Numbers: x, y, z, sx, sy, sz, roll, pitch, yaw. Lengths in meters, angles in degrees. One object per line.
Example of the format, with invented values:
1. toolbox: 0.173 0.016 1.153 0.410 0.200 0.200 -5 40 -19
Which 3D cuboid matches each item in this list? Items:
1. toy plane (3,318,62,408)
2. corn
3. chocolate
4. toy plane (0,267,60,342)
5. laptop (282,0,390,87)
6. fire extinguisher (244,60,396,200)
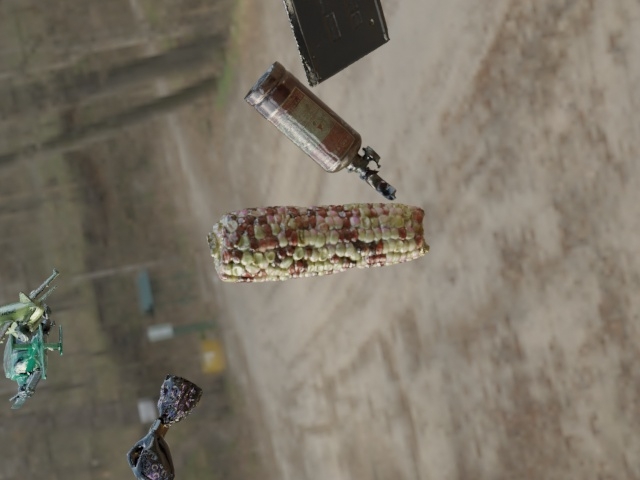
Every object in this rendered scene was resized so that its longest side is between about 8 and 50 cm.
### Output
1. toy plane: -0.332 0.131 1.682 0.235 0.060 0.096 137 137 -65
2. corn: 0.000 0.000 1.804 0.092 0.280 0.092 176 90 -78
3. chocolate: -0.204 0.247 1.918 0.070 0.072 0.147 54 -134 -41
4. toy plane: -0.281 0.071 1.383 0.040 0.102 0.111 46 146 -10
5. laptop: 0.016 -0.302 1.891 0.016 0.135 0.197 36 154 46
6. fire extinguisher: 0.005 -0.141 2.108 0.252 0.075 0.106 42 -160 -10
